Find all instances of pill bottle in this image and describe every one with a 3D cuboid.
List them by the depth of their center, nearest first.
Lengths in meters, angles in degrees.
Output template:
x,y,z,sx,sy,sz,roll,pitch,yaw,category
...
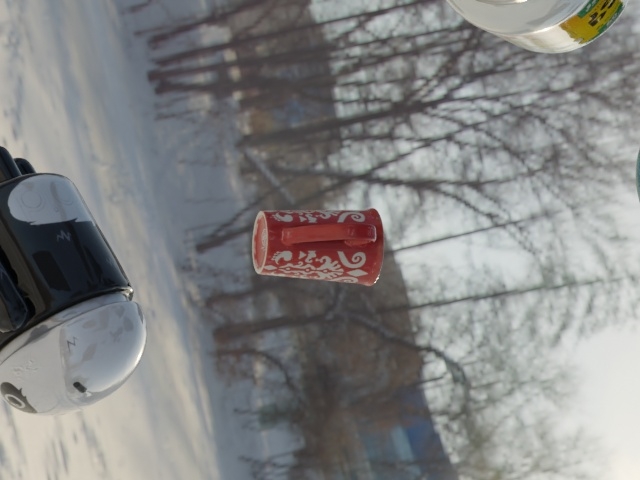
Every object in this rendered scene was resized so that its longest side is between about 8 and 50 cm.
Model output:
x,y,z,sx,sy,sz,roll,pitch,yaw,category
0.138,-0.189,0.758,0.208,0.118,0.117,-9,85,-69,pill bottle

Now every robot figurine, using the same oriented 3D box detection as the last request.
x,y,z,sx,sy,sz,roll,pitch,yaw,category
-0.295,0.044,1.180,0.173,0.209,0.278,-42,-106,41,robot figurine

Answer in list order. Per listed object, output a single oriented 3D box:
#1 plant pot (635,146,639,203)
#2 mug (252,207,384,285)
x,y,z,sx,sy,sz,roll,pitch,yaw,category
0.540,-0.040,1.471,0.255,0.272,0.271,52,20,-66,plant pot
-0.002,-0.006,1.648,0.150,0.169,0.113,110,-23,-47,mug
